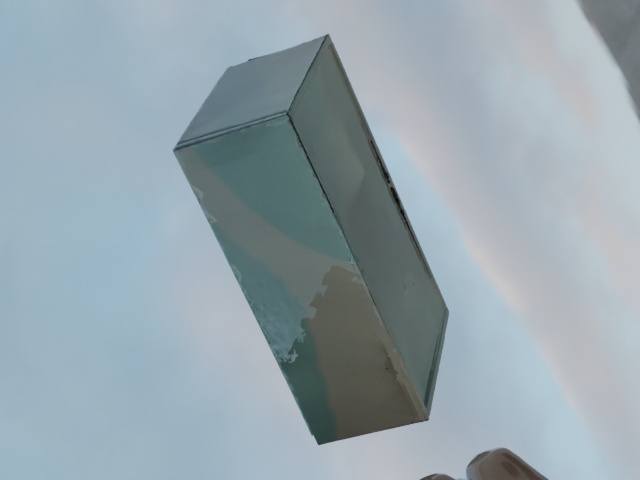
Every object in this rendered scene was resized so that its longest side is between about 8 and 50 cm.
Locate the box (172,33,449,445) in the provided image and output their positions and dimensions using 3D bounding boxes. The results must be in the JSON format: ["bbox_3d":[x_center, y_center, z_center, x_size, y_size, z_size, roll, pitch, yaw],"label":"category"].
[{"bbox_3d":[0.000,0.000,0.822,0.129,0.086,0.225,-69,-41,-59],"label":"box"}]

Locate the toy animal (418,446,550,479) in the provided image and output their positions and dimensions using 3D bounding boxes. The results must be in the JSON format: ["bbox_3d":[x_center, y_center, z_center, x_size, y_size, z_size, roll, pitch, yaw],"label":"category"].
[{"bbox_3d":[0.072,0.234,0.535,0.269,0.237,0.326,60,-156,10],"label":"toy animal"}]

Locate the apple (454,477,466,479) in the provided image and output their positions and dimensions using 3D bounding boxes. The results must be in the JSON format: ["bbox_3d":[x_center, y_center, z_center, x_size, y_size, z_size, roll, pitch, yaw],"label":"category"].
[{"bbox_3d":[0.109,0.329,1.057,0.233,0.295,0.258,42,-175,-24],"label":"apple"}]
